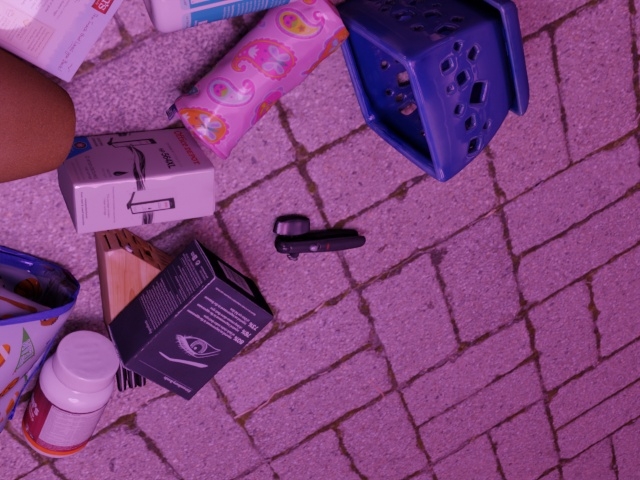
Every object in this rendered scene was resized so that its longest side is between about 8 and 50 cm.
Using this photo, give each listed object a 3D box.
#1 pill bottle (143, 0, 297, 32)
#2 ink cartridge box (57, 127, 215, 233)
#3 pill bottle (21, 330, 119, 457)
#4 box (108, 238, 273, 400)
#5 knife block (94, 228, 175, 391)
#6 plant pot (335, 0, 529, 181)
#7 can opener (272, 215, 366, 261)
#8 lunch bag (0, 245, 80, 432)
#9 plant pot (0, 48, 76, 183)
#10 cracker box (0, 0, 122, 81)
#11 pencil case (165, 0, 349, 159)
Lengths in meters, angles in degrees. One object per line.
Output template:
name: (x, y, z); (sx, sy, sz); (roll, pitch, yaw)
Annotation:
pill bottle: (-0.109, -0.374, 1.172); (0.264, 0.146, 0.146); (-17, 130, -13)
ink cartridge box: (-0.272, -0.093, 1.299); (0.203, 0.148, 0.086); (-10, 125, -23)
pill bottle: (-0.413, 0.255, 1.467); (0.121, 0.121, 0.221); (5, 135, -31)
box: (-0.206, 0.129, 1.406); (0.207, 0.108, 0.153); (-43, 133, 6)
knife block: (-0.325, 0.125, 1.471); (0.242, 0.088, 0.276); (-46, 132, 8)
plant pot: (0.182, -0.271, 1.363); (0.212, 0.236, 0.236); (-32, 132, -11)
can opener: (0.000, 0.000, 1.573); (0.186, 0.059, 0.073); (3, 121, -29)
lunch bag: (-0.560, 0.177, 1.280); (0.328, 0.239, 0.385); (-58, 156, 17)
plant pot: (-0.454, -0.162, 1.125); (0.254, 0.237, 0.237); (5, 122, -49)
cracker box: (-0.384, -0.326, 1.123); (0.232, 0.067, 0.155); (27, 108, -38)
pencil case: (-0.090, -0.252, 1.298); (0.284, 0.124, 0.124); (-43, 132, 7)
